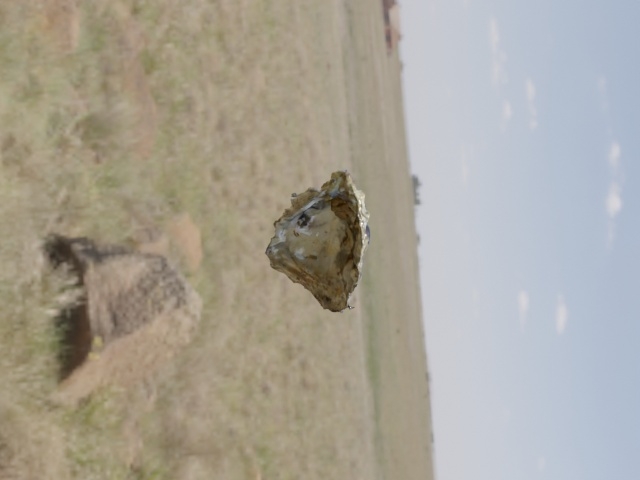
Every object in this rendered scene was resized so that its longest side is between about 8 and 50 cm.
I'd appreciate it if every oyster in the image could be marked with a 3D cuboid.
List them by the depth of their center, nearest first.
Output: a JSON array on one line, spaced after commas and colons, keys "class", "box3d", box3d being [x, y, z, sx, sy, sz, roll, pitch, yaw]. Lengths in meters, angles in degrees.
[{"class": "oyster", "box3d": [0.003, -0.004, 0.966, 0.056, 0.105, 0.177, -36, 149, -33]}]
